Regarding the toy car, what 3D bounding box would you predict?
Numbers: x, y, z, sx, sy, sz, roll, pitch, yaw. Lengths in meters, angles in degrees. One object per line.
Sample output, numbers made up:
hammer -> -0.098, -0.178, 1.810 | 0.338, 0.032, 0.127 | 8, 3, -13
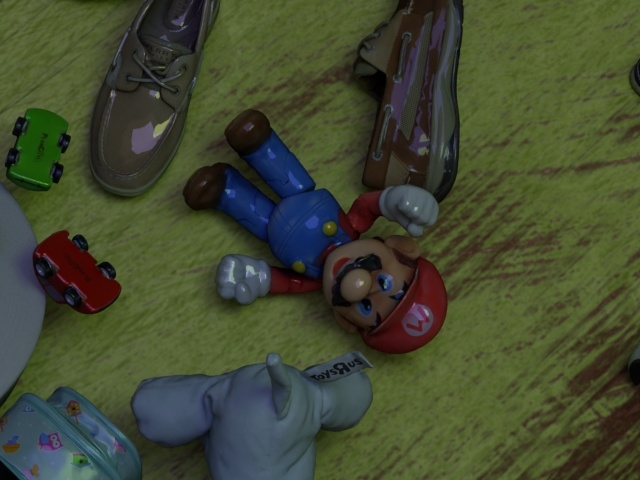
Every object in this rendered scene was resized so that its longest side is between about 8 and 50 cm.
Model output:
toy car -> -0.315, -0.039, 1.664 | 0.239, 0.053, 0.225 | 19, 55, -15

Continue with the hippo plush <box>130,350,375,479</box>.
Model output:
hippo plush -> -0.040, 0.245, 1.576 | 0.234, 0.294, 0.237 | 3, 78, -40

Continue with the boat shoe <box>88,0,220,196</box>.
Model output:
boat shoe -> -0.187, -0.197, 1.777 | 0.109, 0.098, 0.302 | 20, 70, 0

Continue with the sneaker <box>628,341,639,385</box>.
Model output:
sneaker -> 0.494, 0.156, 1.743 | 0.292, 0.110, 0.118 | 27, 62, 2

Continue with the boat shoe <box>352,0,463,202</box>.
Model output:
boat shoe -> 0.098, -0.203, 1.803 | 0.119, 0.122, 0.324 | 3, 71, -2

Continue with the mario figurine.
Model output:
mario figurine -> 0.000, 0.000, 1.688 | 0.320, 0.198, 0.170 | 39, 50, 12

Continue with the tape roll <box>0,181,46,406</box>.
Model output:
tape roll -> -0.478, 0.046, 1.615 | 0.392, 0.072, 0.392 | 11, 58, -18

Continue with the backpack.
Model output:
backpack -> -0.265, 0.234, 1.578 | 0.166, 0.188, 0.144 | 43, 72, 9

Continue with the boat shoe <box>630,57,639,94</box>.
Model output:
boat shoe -> 0.466, -0.160, 1.859 | 0.206, 0.065, 0.075 | 33, 69, 4
